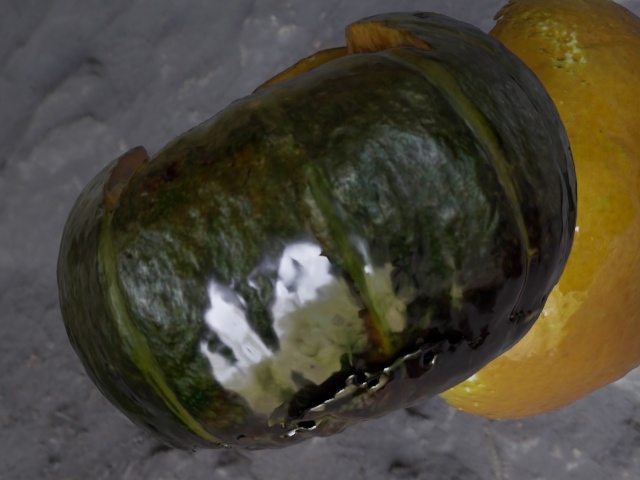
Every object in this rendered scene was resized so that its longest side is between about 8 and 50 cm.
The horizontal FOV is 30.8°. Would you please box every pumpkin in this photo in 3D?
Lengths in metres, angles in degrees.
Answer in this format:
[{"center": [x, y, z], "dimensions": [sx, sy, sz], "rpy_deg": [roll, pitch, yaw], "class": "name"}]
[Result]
[{"center": [0.002, 0.002, 0.513], "dimensions": [0.238, 0.159, 0.238], "rpy_deg": [-28, 13, 7], "class": "pumpkin"}]

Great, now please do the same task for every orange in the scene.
[{"center": [0.184, -0.019, 0.878], "dimensions": [0.196, 0.262, 0.334], "rpy_deg": [27, 89, 48], "class": "orange"}]
